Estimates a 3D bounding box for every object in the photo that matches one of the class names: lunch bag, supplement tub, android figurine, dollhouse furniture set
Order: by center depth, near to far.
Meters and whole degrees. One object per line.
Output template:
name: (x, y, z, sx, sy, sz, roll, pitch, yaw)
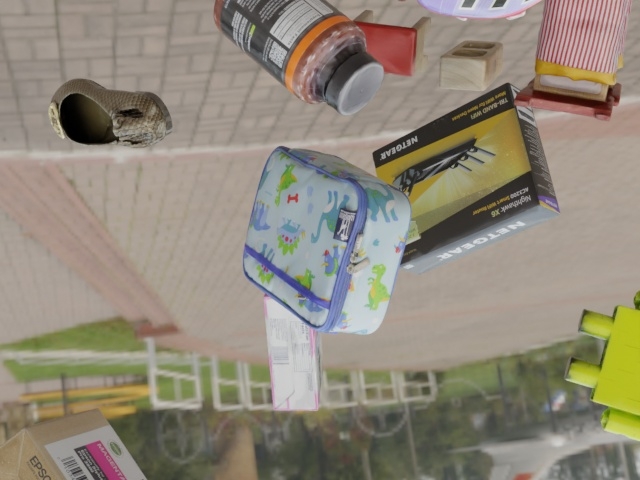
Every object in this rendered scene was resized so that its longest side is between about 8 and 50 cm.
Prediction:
lunch bag: (0.000, 0.000, 1.092, 0.090, 0.176, 0.219, 6, -164, -33)
supplement tub: (-0.022, -0.223, 1.106, 0.106, 0.198, 0.106, -38, 156, -20)
dollhouse furniture set: (0.205, -0.286, 1.247, 0.374, 0.201, 0.152, 11, -156, 19)
android figurine: (0.550, 0.208, 1.631, 0.273, 0.248, 0.056, 14, 176, 8)

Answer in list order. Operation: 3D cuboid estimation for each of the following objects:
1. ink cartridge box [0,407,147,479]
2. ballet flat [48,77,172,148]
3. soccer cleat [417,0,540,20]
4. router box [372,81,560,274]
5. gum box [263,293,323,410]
ink cartridge box: (-0.285, 0.334, 1.230, 0.088, 0.234, 0.193, -39, 170, 10)
ballet flat: (-0.261, -0.140, 1.153, 0.058, 0.084, 0.250, -34, -150, -32)
soccer cleat: (0.172, -0.212, 0.670, 0.248, 0.083, 0.095, -4, 160, 25)
router box: (0.254, -0.105, 1.788, 0.309, 0.242, 0.081, -26, 153, 33)
gum box: (-0.034, 0.121, 1.335, 0.062, 0.188, 0.107, 0, -153, 6)
